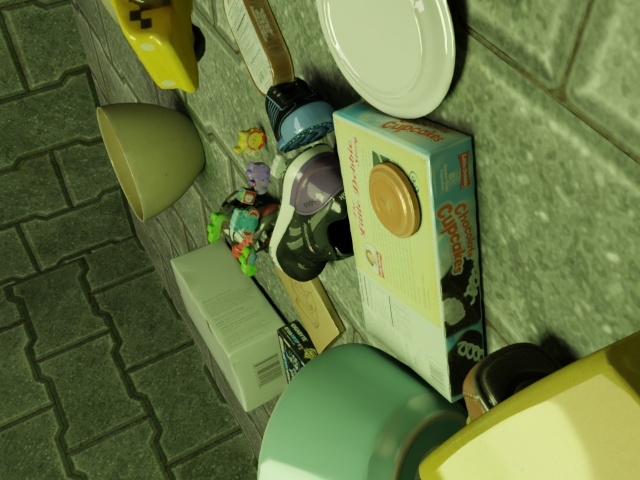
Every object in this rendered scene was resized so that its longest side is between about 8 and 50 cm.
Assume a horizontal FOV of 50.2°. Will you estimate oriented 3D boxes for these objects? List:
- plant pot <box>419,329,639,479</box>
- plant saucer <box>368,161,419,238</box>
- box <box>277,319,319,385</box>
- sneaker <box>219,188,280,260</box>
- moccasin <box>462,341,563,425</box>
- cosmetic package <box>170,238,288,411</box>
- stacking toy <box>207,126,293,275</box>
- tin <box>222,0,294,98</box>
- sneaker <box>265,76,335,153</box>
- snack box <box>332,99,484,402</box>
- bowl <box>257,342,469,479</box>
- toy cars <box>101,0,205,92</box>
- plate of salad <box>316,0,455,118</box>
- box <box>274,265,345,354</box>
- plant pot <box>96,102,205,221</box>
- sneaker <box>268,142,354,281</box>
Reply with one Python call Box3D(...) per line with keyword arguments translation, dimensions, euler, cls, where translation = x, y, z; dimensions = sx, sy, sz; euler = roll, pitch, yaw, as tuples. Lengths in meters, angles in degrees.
Box3D(translation=(0.232, 0.160, 0.454), dimensions=(0.212, 0.212, 0.187), euler=(55, 144, 31), cls="plant pot")
Box3D(translation=(0.074, -0.041, 0.716), dimensions=(0.083, 0.013, 0.083), euler=(50, 152, 39), cls="plant saucer")
Box3D(translation=(-0.020, 0.306, 1.451), dimensions=(0.175, 0.051, 0.220), euler=(45, 151, 47), cls="box")
Box3D(translation=(-0.131, -0.040, 1.293), dimensions=(0.135, 0.097, 0.276), euler=(64, 161, 1), cls="sneaker")
Box3D(translation=(0.250, 0.275, 0.608), dimensions=(0.380, 0.139, 0.147), euler=(51, 161, 32), cls="moccasin")
Box3D(translation=(-0.215, 0.196, 1.679), dimensions=(0.385, 0.156, 0.217), euler=(44, 152, 45), cls="cosmetic package")
Box3D(translation=(-0.115, -0.067, 1.152), dimensions=(0.167, 0.052, 0.221), euler=(38, 111, 53), cls="stacking toy")
Box3D(translation=(-0.094, -0.301, 1.012), dimensions=(0.189, 0.040, 0.106), euler=(67, 156, 1), cls="tin")
Box3D(translation=(-0.035, -0.169, 0.891), dimensions=(0.232, 0.081, 0.090), euler=(-165, 53, -81), cls="sneaker")
Box3D(translation=(0.105, 0.012, 0.800), dimensions=(0.187, 0.060, 0.322), euler=(37, 144, 52), cls="snack box")
Box3D(translation=(0.090, 0.293, 0.868), dimensions=(0.163, 0.311, 0.311), euler=(-2, 110, 49), cls="bowl")
Box3D(translation=(-0.149, -0.293, 0.441), dimensions=(0.176, 0.087, 0.393), euler=(-97, 0, -62), cls="toy cars")
Box3D(translation=(0.065, -0.217, 0.678), dimensions=(0.200, 0.048, 0.200), euler=(42, 151, 29), cls="plate of salad")
Box3D(translation=(-0.024, 0.106, 1.293), dimensions=(0.201, 0.021, 0.164), euler=(62, 160, 15), cls="box")
Box3D(translation=(-0.390, -0.211, 1.634), dimensions=(0.284, 0.191, 0.284), euler=(52, 156, 35), cls="plant pot")
Box3D(translation=(0.000, 0.000, 1.004), dimensions=(0.124, 0.107, 0.283), euler=(50, 155, 26), cls="sneaker")
